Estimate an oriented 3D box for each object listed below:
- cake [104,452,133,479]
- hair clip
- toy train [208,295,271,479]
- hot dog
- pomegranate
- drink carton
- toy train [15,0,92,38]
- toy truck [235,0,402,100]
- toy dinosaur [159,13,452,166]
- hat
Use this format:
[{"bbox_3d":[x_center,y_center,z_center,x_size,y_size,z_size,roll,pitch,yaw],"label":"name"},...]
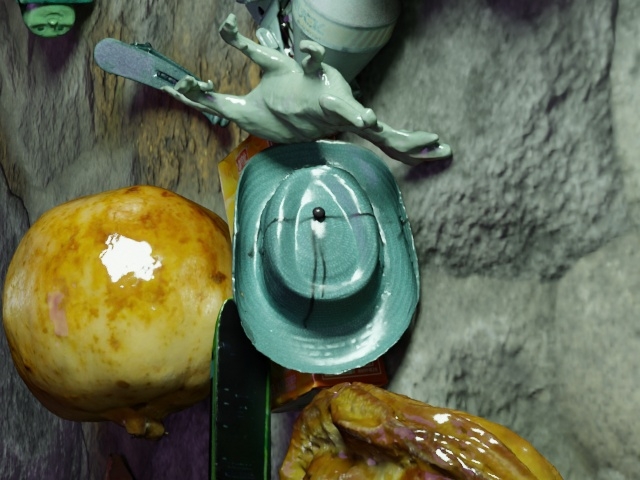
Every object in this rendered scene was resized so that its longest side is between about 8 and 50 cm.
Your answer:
[{"bbox_3d":[-0.217,0.358,1.254,0.225,0.090,0.109,-104,28,-53],"label":"cake"},{"bbox_3d":[-0.146,-0.160,1.127,0.229,0.070,0.039,31,113,45],"label":"hair clip"},{"bbox_3d":[-0.063,0.149,0.854,0.042,0.044,0.209,135,136,-68],"label":"toy train"},{"bbox_3d":[0.050,0.188,0.758,0.259,0.114,0.175,-6,73,58],"label":"hot dog"},{"bbox_3d":[-0.174,0.067,1.016,0.248,0.248,0.248,2,92,57],"label":"pomegranate"},{"bbox_3d":[-0.019,0.022,0.909,0.096,0.071,0.222,-35,61,52],"label":"drink carton"},{"bbox_3d":[-0.361,-0.393,1.397,0.298,0.120,0.194,66,148,31],"label":"toy train"},{"bbox_3d":[0.021,-0.211,0.813,0.140,0.108,0.256,62,146,14],"label":"toy truck"},{"bbox_3d":[-0.034,-0.100,0.846,0.242,0.167,0.053,-4,57,53],"label":"toy dinosaur"},{"bbox_3d":[0.000,0.000,0.819,0.078,0.138,0.190,97,165,-72],"label":"hat"}]
